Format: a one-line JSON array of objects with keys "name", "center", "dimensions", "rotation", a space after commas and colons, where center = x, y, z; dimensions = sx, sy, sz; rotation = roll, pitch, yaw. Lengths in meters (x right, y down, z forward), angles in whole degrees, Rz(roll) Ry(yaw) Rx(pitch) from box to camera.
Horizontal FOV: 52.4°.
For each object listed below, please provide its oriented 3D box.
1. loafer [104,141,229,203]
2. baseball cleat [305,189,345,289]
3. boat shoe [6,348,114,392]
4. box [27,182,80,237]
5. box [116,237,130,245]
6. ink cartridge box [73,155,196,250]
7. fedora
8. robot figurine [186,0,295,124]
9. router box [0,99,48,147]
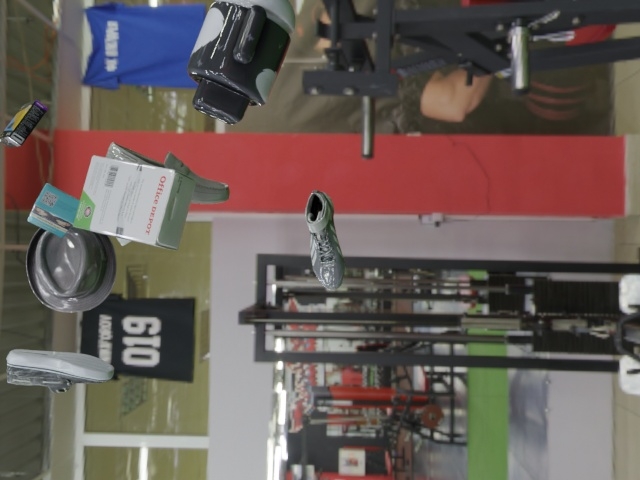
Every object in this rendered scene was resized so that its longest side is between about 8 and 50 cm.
[{"name": "loafer", "center": [-0.378, -0.165, 1.628], "dimensions": [0.112, 0.319, 0.111], "rotation": [-137, 60, -66]}, {"name": "baseball cleat", "center": [0.000, 0.000, 1.327], "dimensions": [0.109, 0.072, 0.206], "rotation": [12, -114, -75]}, {"name": "boat shoe", "center": [-0.831, 0.427, 2.079], "dimensions": [0.121, 0.335, 0.119], "rotation": [-77, -4, -84]}, {"name": "box", "center": [-0.659, -0.069, 1.616], "dimensions": [0.244, 0.100, 0.060], "rotation": [-16, 47, 62]}, {"name": "box", "center": [-0.497, -0.100, 1.838], "dimensions": [0.119, 0.181, 0.182], "rotation": [58, -170, -17]}, {"name": "ink cartridge box", "center": [-0.389, -0.078, 1.367], "dimensions": [0.092, 0.219, 0.160], "rotation": [27, -103, -68]}, {"name": "fedora", "center": [-0.693, 0.065, 1.785], "dimensions": [0.124, 0.243, 0.275], "rotation": [165, 107, -81]}, {"name": "robot figurine", "center": [-0.159, -0.374, 1.276], "dimensions": [0.173, 0.209, 0.278], "rotation": [22, -91, -56]}, {"name": "router box", "center": [-0.860, -0.334, 1.875], "dimensions": [0.179, 0.046, 0.133], "rotation": [8, 64, 54]}]
